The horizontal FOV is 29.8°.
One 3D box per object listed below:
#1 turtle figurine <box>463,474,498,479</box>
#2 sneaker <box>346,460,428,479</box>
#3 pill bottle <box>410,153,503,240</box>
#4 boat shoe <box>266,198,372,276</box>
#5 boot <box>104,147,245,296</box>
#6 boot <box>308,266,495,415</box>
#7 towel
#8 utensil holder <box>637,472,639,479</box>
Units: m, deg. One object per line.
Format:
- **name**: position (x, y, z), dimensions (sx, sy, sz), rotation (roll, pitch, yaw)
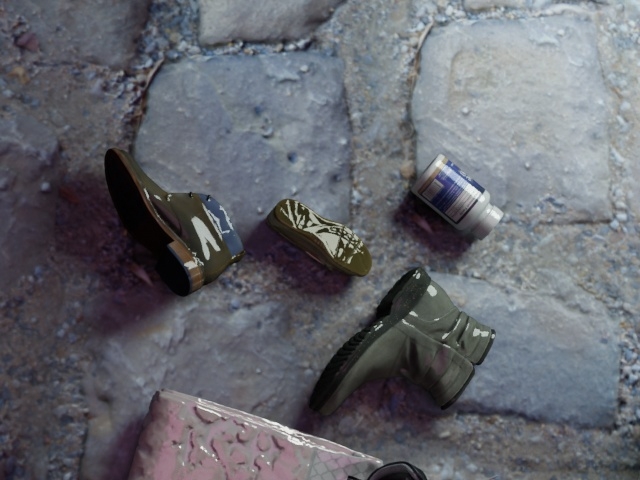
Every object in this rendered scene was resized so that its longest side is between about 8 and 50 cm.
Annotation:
- **turtle figurine**: position (0.175, 0.416, 1.496), dimensions (0.234, 0.118, 0.175), rotation (-41, 53, -4)
- **sneaker**: position (0.151, 0.335, 1.390), dimensions (0.268, 0.153, 0.101), rotation (15, 73, 33)
- **pill bottle**: position (0.187, -0.056, 1.635), dimensions (0.120, 0.067, 0.067), rotation (39, 73, -1)
- **boat shoe**: position (-0.001, 0.001, 1.601), dimensions (0.153, 0.048, 0.056), rotation (30, 61, -10)
- **boot**: position (-0.192, -0.037, 1.565), dimensions (0.106, 0.082, 0.219), rotation (-25, 78, -37)
- **boot**: position (0.114, 0.167, 1.566), dimensions (0.161, 0.083, 0.246), rotation (43, 74, -5)
- **towel**: position (-0.101, 0.384, 1.484), dimensions (0.317, 0.053, 0.332), rotation (18, 74, -7)
- **utensil holder**: position (0.534, 0.391, 1.473), dimensions (0.327, 0.327, 0.385), rotation (20, 77, -6)
